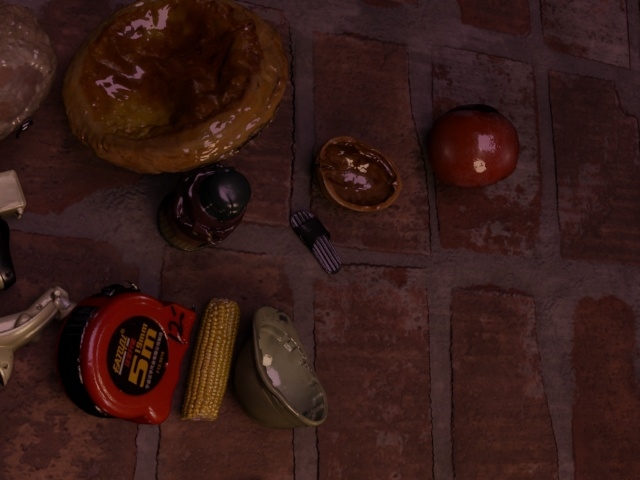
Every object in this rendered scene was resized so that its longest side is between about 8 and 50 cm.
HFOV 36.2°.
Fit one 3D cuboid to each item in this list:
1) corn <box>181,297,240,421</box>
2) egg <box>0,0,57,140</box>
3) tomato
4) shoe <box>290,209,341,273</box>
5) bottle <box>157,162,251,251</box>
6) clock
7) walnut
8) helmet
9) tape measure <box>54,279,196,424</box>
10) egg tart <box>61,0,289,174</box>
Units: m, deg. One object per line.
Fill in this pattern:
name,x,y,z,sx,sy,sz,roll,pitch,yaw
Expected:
corn,-0.212,0.232,1.912,0.081,0.081,0.249,18,72,-22
egg,-0.624,-0.298,1.734,0.310,0.279,0.279,-29,92,-26
tomato,0.345,-0.216,2.217,0.208,0.208,0.185,-16,101,-28
shoe,0.000,0.000,2.088,0.062,0.053,0.159,-36,98,-25
bottle,-0.219,-0.060,1.867,0.143,0.271,0.156,-8,82,-27
clock,-0.594,0.079,1.743,0.276,0.120,0.379,-21,88,-25
walnut,0.068,-0.130,2.129,0.211,0.087,0.167,18,64,-24
helmet,-0.106,0.272,1.928,0.204,0.137,0.258,14,49,-61
tape measure,-0.359,0.202,1.791,0.260,0.114,0.253,31,65,-46
egg tart,-0.272,-0.293,1.907,0.443,0.178,0.443,-3,59,5
